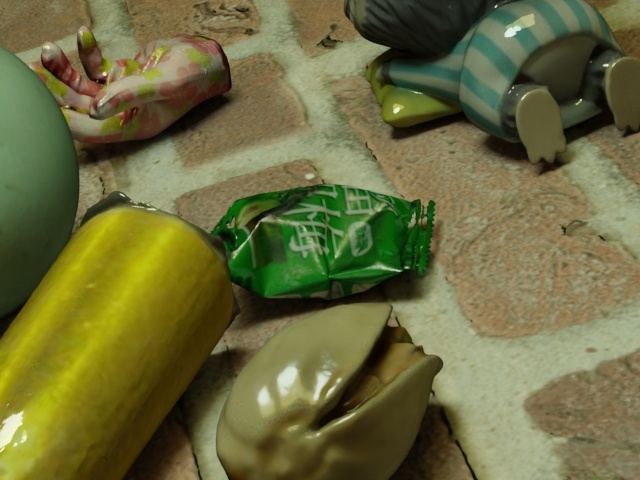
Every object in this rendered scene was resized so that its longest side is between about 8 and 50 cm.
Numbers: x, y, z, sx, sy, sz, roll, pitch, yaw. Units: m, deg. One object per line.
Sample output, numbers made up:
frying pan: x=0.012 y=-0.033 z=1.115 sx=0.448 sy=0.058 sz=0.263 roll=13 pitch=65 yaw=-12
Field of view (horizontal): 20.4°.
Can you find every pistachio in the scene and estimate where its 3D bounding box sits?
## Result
pistachio: x=0.006 y=0.123 z=1.305 sx=0.144 sy=0.144 sz=0.215 roll=2 pitch=22 yaw=31

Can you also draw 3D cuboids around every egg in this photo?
egg: x=-0.368 y=-0.060 z=1.691 sx=0.276 sy=0.276 sz=0.389 roll=-18 pitch=25 yaw=-3

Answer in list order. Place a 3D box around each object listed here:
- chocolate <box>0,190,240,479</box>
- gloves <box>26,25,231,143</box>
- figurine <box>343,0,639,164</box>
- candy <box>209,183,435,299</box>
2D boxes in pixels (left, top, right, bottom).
chocolate: x=-0.218 y=0.140 z=1.364 sx=0.162 sy=0.162 sz=0.445 roll=-2 pitch=31 yaw=25
gloves: x=-0.223 y=-0.167 z=1.996 sx=0.241 sy=0.126 sz=0.145 roll=-24 pitch=52 yaw=-21
figurine: x=0.149 y=-0.307 z=1.776 sx=0.266 sy=0.377 sz=0.361 roll=-24 pitch=27 yaw=-15
candy: x=0.000 y=0.002 z=1.599 sx=0.203 sy=0.078 sz=0.141 roll=0 pitch=40 yaw=5
